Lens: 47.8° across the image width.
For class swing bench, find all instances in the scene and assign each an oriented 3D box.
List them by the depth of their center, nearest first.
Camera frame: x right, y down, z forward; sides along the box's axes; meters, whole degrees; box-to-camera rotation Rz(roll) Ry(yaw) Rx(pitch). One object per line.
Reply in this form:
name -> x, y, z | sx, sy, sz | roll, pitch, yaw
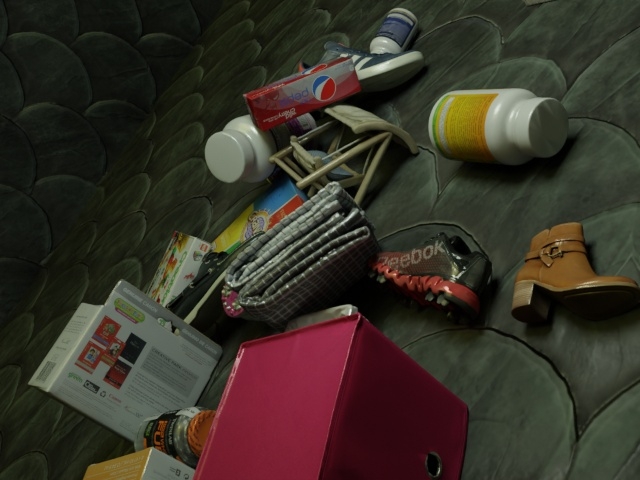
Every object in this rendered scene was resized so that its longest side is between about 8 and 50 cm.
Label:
swing bench -> 0.047, -0.201, 1.660 | 0.255, 0.165, 0.253 | -48, 28, 2

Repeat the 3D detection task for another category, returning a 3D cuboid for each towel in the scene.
towel -> -0.014, 0.049, 1.357 | 0.283, 0.235, 0.121 | -37, 65, 2

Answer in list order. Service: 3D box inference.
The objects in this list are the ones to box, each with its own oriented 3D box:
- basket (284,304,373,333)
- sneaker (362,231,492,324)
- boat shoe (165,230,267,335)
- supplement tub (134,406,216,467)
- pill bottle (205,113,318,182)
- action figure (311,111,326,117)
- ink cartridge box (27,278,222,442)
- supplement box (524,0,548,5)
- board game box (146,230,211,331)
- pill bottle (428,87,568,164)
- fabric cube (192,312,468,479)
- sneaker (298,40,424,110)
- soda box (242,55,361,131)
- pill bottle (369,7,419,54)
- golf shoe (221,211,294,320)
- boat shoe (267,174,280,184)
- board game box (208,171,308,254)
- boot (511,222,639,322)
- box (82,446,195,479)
basket -> 0.016, 0.198, 1.295 | 0.167, 0.103, 0.113 | -20, 40, 41
sneaker -> 0.187, 0.050, 1.248 | 0.276, 0.097, 0.135 | 14, 67, 56
boat shoe -> -0.235, 0.082, 1.636 | 0.340, 0.127, 0.113 | -49, 64, 22
supplement tub -> -0.274, 0.395, 1.438 | 0.190, 0.117, 0.117 | -21, 39, 40
pill bottle -> -0.149, -0.242, 1.838 | 0.169, 0.169, 0.301 | -22, 5, 39
action figure -> 0.007, -0.398, 2.047 | 0.232, 0.063, 0.137 | -14, 42, 51
ink cartridge box -> -0.408, 0.274, 1.564 | 0.130, 0.309, 0.272 | -3, 51, 52
supplement box -> 0.502, -0.564, 1.606 | 0.098, 0.036, 0.062 | 10, 62, 57
board game box -> -0.400, 0.129, 1.910 | 0.193, 0.053, 0.305 | 11, 76, 62
pill bottle -> 0.324, -0.208, 1.324 | 0.136, 0.136, 0.245 | -55, 30, -11
fabric cube -> 0.020, 0.293, 1.023 | 0.259, 0.258, 0.254 | -19, 40, 41
sneaker -> 0.090, -0.451, 1.840 | 0.349, 0.131, 0.148 | -13, 79, 24
soda box -> -0.043, -0.349, 1.705 | 0.263, 0.084, 0.092 | -25, 24, -11
pill bottle -> 0.188, -0.526, 1.922 | 0.094, 0.094, 0.169 | -2, 53, 52
golf shoe -> -0.073, 0.054, 1.533 | 0.306, 0.140, 0.115 | -45, 46, 14
boat shoe -> -0.127, -0.202, 2.015 | 0.043, 0.049, 0.137 | -33, 28, 21
board game box -> -0.154, -0.001, 1.795 | 0.316, 0.064, 0.242 | -44, 30, 9
boot -> 0.371, 0.036, 1.047 | 0.197, 0.073, 0.152 | -12, 42, 43
box -> -0.352, 0.575, 1.278 | 0.215, 0.168, 0.345 | -25, 37, 35
